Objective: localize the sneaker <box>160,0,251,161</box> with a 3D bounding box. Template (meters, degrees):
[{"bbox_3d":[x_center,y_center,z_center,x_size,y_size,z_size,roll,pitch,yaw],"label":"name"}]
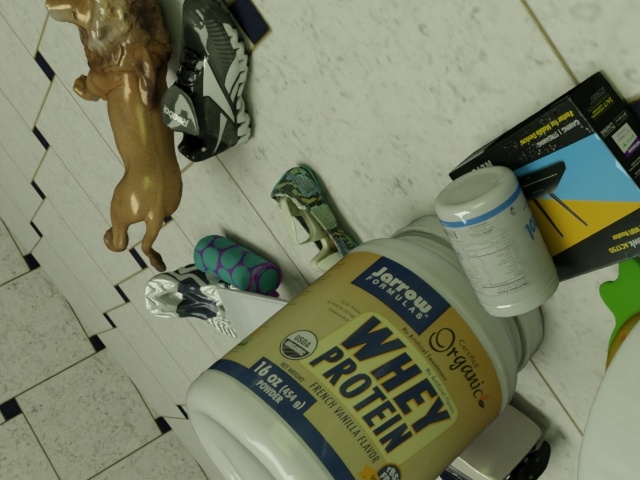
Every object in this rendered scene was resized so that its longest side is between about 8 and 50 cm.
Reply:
[{"bbox_3d":[-0.141,-0.177,1.020,0.078,0.106,0.234,37,152,26],"label":"sneaker"}]

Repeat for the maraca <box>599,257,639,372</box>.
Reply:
[{"bbox_3d":[0.282,0.098,0.696,0.127,0.099,0.186,-12,89,51],"label":"maraca"}]

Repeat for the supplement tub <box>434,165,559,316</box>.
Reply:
[{"bbox_3d":[0.144,0.000,0.708,0.071,0.071,0.107,7,131,57],"label":"supplement tub"}]

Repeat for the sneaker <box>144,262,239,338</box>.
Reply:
[{"bbox_3d":[-0.161,0.090,1.455,0.234,0.153,0.094,5,107,10],"label":"sneaker"}]

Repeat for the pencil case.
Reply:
[{"bbox_3d":[-0.129,0.042,1.344,0.151,0.064,0.070,25,148,42],"label":"pencil case"}]

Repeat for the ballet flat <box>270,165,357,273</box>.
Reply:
[{"bbox_3d":[0.000,0.000,1.071,0.188,0.070,0.070,56,155,-10],"label":"ballet flat"}]

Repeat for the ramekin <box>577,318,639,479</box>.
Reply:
[{"bbox_3d":[0.291,0.142,0.538,0.135,0.277,0.277,24,145,59],"label":"ramekin"}]

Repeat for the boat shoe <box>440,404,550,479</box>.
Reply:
[{"bbox_3d":[0.118,0.207,1.078,0.340,0.127,0.158,39,157,26],"label":"boat shoe"}]

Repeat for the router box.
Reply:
[{"bbox_3d":[0.198,-0.040,0.703,0.133,0.046,0.179,52,155,-1],"label":"router box"}]

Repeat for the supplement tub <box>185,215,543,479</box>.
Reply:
[{"bbox_3d":[0.051,0.140,0.872,0.228,0.316,0.228,39,153,25],"label":"supplement tub"}]

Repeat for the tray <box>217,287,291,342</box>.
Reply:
[{"bbox_3d":[-0.016,0.134,1.244,0.270,0.030,0.145,10,135,31],"label":"tray"}]

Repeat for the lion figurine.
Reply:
[{"bbox_3d":[-0.236,-0.143,1.119,0.240,0.142,0.392,-1,108,66],"label":"lion figurine"}]
